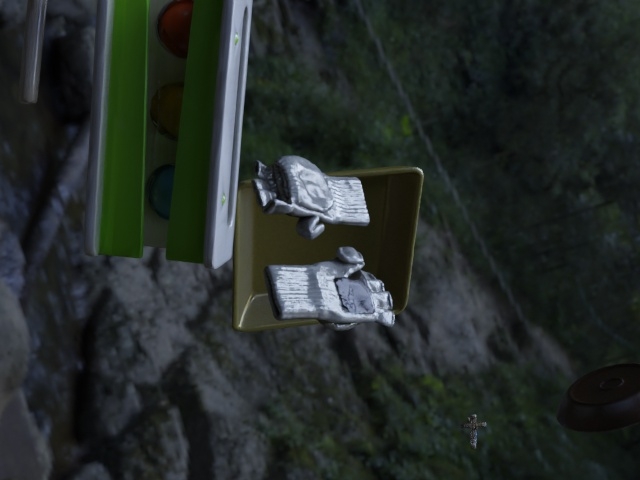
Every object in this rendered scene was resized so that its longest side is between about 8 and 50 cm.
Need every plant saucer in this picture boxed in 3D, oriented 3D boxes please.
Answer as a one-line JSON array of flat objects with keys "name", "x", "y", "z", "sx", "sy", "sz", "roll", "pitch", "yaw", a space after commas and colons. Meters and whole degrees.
[{"name": "plant saucer", "x": 0.000, "y": 0.000, "z": 2.048, "sx": 0.081, "sy": 0.333, "sz": 0.332, "roll": -110, "pitch": -161, "yaw": -50}, {"name": "plant saucer", "x": 0.472, "y": 0.245, "z": 1.844, "sx": 0.198, "sy": 0.198, "sz": 0.036, "roll": -88, "pitch": 158, "yaw": -77}]

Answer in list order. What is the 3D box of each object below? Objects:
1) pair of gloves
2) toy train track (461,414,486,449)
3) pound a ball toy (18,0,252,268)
[{"name": "pair of gloves", "x": 0.005, "y": 0.000, "z": 1.502, "sx": 0.204, "sy": 0.042, "sz": 0.240, "roll": 13, "pitch": 58, "yaw": -41}, {"name": "toy train track", "x": 0.287, "y": 0.357, "z": 2.153, "sx": 0.083, "sy": 0.048, "sz": 0.014, "roll": -80, "pitch": 159, "yaw": -50}, {"name": "pound a ball toy", "x": -0.174, "y": -0.147, "z": 1.070, "sx": 0.136, "sy": 0.208, "sz": 0.319, "roll": -53, "pitch": 148, "yaw": -80}]
